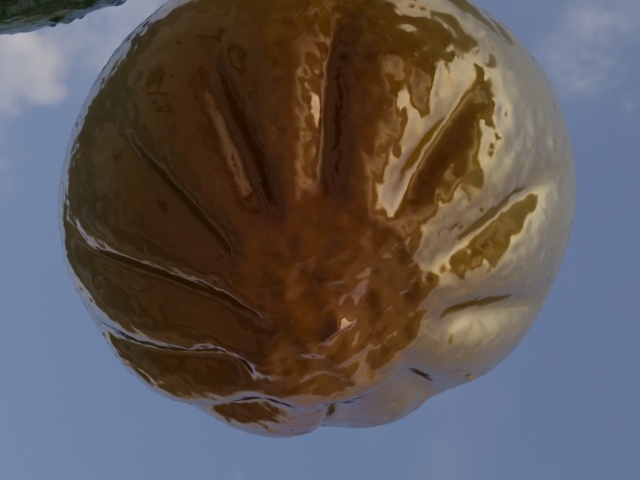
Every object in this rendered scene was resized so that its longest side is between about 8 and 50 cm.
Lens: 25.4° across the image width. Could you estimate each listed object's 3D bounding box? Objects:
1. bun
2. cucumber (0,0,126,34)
[{"bbox_3d":[0.000,0.000,0.783,0.299,0.165,0.299,-2,-58,-3],"label":"bun"},{"bbox_3d":[-0.305,-0.287,1.561,0.244,0.134,0.134,-25,-97,11],"label":"cucumber"}]
